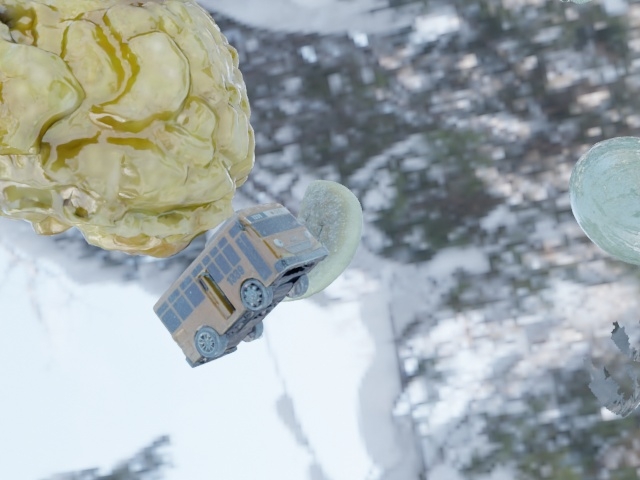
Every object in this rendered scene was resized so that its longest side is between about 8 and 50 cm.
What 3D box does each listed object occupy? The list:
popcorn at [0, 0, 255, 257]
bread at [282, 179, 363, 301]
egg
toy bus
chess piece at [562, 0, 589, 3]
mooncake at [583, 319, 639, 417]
[{"bbox_3d":[-0.207,-0.109,1.276,0.332,0.265,0.225,6,-85,-51],"label":"popcorn"},{"bbox_3d":[0.004,-0.003,2.177,0.036,0.112,0.193,41,-121,-44],"label":"bread"},{"bbox_3d":[0.439,-0.054,2.155,0.236,0.169,0.169,36,155,52],"label":"egg"},{"bbox_3d":[-0.086,0.042,1.667,0.103,0.182,0.091,53,-147,14],"label":"toy bus"},{"bbox_3d":[0.139,-0.316,1.219,0.299,0.195,0.194,37,-139,-34],"label":"chess piece"},{"bbox_3d":[0.372,0.062,1.215,0.150,0.347,0.057,61,180,-13],"label":"mooncake"}]
